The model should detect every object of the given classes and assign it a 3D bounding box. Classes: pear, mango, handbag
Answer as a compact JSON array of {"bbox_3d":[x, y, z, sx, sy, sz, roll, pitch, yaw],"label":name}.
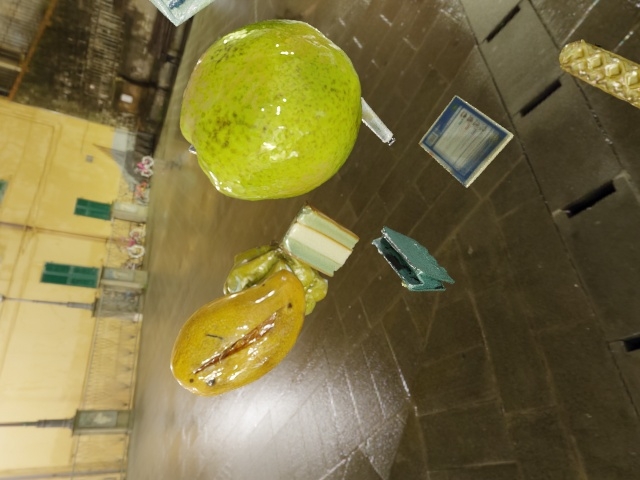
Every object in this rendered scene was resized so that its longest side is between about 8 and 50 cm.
[{"bbox_3d":[-0.107,-0.251,0.887,0.391,0.391,0.390,-32,52,55],"label":"pear"},{"bbox_3d":[-0.149,0.179,0.807,0.295,0.177,0.120,-35,0,-1],"label":"mango"},{"bbox_3d":[0.346,0.085,1.616,0.100,0.274,0.268,-52,53,21],"label":"handbag"}]

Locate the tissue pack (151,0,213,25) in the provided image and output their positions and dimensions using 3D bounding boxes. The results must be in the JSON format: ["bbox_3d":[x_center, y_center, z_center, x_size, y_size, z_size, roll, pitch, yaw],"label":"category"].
[{"bbox_3d":[-0.405,-0.802,1.181,0.287,0.162,0.388,-39,60,-6],"label":"tissue pack"}]

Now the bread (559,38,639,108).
[{"bbox_3d":[0.708,-0.340,0.939,0.368,0.084,0.077,36,86,17],"label":"bread"}]

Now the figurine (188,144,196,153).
[{"bbox_3d":[-0.378,-0.324,1.595,0.143,0.308,0.308,-11,65,20],"label":"figurine"}]

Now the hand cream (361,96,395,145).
[{"bbox_3d":[0.191,-0.420,1.512,0.042,0.194,0.067,-44,0,-41],"label":"hand cream"}]

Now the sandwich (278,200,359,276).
[{"bbox_3d":[0.000,0.001,1.238,0.155,0.198,0.227,-57,6,5],"label":"sandwich"}]

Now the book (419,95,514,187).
[{"bbox_3d":[0.515,-0.366,1.541,0.228,0.018,0.322,-53,42,24],"label":"book"}]

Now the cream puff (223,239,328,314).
[{"bbox_3d":[-0.156,0.127,1.478,0.378,0.379,0.275,-156,65,-62],"label":"cream puff"}]
